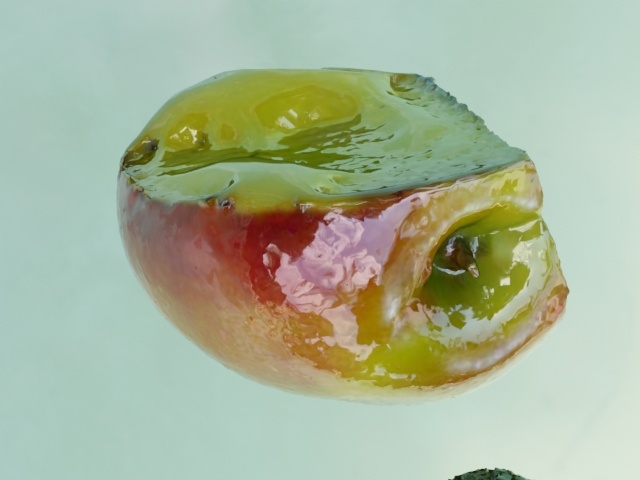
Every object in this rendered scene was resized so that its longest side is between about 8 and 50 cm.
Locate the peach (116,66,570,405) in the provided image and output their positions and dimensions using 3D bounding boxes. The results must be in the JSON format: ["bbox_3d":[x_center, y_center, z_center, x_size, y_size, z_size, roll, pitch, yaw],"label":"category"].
[{"bbox_3d":[0.000,0.000,1.056,0.306,0.380,0.242,-17,119,-14],"label":"peach"}]

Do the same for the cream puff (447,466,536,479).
[{"bbox_3d":[0.108,0.222,0.786,0.183,0.183,0.169,-30,122,-12],"label":"cream puff"}]
